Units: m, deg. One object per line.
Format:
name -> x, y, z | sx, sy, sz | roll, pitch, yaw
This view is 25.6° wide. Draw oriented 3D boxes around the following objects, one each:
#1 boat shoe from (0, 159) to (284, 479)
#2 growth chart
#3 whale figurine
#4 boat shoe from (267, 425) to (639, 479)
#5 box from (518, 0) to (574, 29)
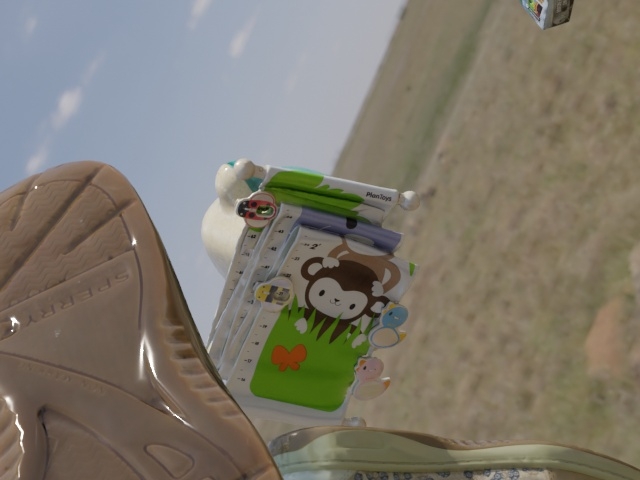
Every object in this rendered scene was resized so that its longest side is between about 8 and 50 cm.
boat shoe -> -0.067, 0.117, 0.544 | 0.123, 0.123, 0.342 | 68, 177, -46
growth chart -> -0.006, 0.050, 1.094 | 0.021, 0.172, 0.237 | -116, 35, -58
whale figurine -> 0.000, 0.000, 1.258 | 0.141, 0.216, 0.272 | -42, 4, -18
boat shoe -> 0.099, 0.186, 0.954 | 0.104, 0.285, 0.089 | 129, 145, -62
box -> 0.152, -0.240, 1.076 | 0.027, 0.137, 0.094 | -20, -35, -17
